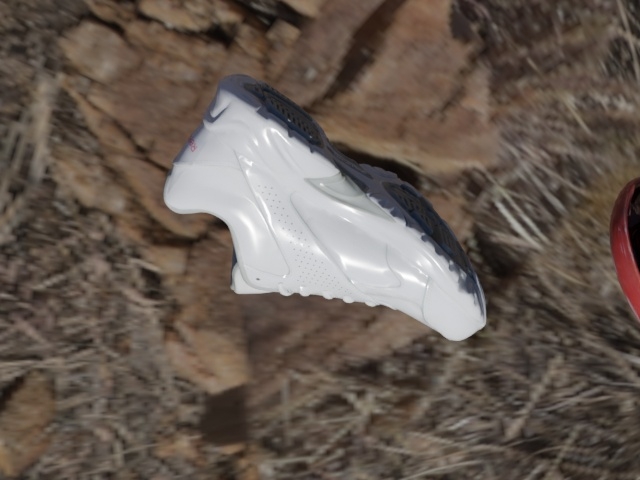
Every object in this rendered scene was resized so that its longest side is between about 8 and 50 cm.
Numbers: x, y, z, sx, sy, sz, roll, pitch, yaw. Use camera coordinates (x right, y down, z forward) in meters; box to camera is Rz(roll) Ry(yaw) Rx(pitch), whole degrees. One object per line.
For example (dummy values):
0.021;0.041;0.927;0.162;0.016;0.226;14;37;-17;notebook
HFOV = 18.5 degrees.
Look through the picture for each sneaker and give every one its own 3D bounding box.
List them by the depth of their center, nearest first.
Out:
0.000;0.000;1.233;0.232;0.090;0.115;38;107;-16;sneaker

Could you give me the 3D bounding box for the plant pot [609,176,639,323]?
0.330;0.007;1.498;0.174;0.191;0.191;-30;80;32;plant pot
